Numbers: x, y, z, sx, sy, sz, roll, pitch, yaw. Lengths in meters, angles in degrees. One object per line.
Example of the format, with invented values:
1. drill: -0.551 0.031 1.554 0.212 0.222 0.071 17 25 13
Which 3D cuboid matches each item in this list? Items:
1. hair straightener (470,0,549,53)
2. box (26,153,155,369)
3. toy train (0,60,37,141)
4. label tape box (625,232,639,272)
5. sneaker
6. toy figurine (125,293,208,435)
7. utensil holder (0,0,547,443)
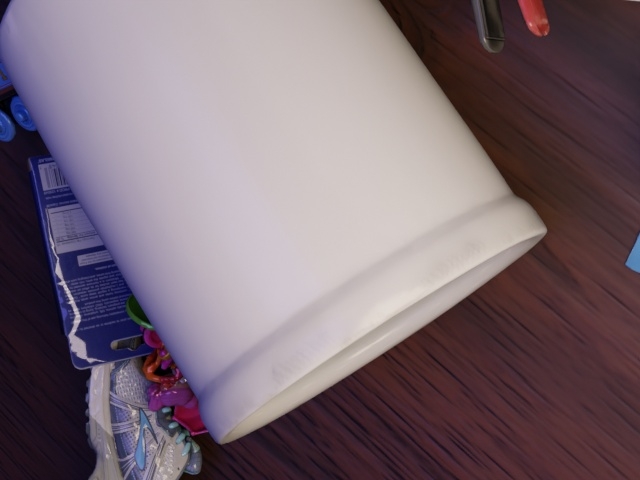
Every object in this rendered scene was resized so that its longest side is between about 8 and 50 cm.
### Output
1. hair straightener: 0.104 -0.257 0.955 0.089 0.047 0.230 -19 91 32
2. box: -0.220 0.013 1.268 0.036 0.136 0.225 170 89 -70
3. toy train: -0.316 -0.176 1.297 0.184 0.080 0.105 -12 114 44
4. label tape box: 0.396 -0.069 0.929 0.240 0.106 0.334 28 109 23
5. sneaker: -0.190 0.213 1.308 0.122 0.110 0.283 -1 83 -5
6. toy figurine: -0.127 0.129 1.225 0.130 0.173 0.159 48 132 45
7. utensil holder: -0.047 -0.076 1.032 0.327 0.327 0.385 -37 79 28
